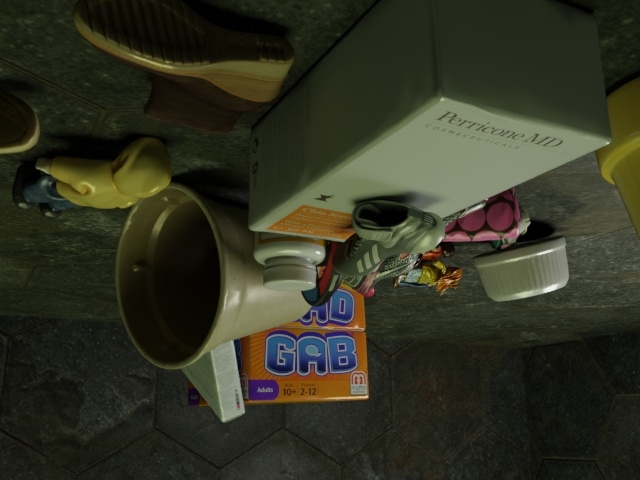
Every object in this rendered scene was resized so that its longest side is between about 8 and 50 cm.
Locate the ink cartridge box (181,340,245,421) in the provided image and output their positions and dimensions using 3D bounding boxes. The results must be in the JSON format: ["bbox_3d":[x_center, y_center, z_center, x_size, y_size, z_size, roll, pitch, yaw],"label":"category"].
[{"bbox_3d":[-0.292,0.212,1.625,0.071,0.330,0.324,-17,-153,-27],"label":"ink cartridge box"}]

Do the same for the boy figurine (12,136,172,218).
[{"bbox_3d":[-0.362,-0.099,1.082,0.285,0.092,0.177,-10,161,29],"label":"boy figurine"}]

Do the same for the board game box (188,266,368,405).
[{"bbox_3d":[-0.124,0.260,1.846,0.356,0.357,0.356,7,163,-34],"label":"board game box"}]

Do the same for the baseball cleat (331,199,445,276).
[{"bbox_3d":[0.063,-0.009,0.889,0.109,0.072,0.206,26,148,-31],"label":"baseball cleat"}]

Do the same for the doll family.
[{"bbox_3d":[0.268,0.088,1.705,0.163,0.118,0.263,-1,164,0],"label":"doll family"}]

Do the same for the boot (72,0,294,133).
[{"bbox_3d":[-0.172,-0.184,0.780,0.248,0.090,0.207,5,162,-31],"label":"boot"}]

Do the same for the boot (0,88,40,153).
[{"bbox_3d":[-0.491,-0.133,0.945,0.261,0.095,0.203,1,164,1],"label":"boot"}]

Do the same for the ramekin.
[{"bbox_3d":[0.458,0.065,1.540,0.207,0.109,0.207,-13,179,0],"label":"ramekin"}]

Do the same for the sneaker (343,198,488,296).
[{"bbox_3d":[0.163,-0.012,1.213,0.299,0.112,0.121,-30,-168,19],"label":"sneaker"}]

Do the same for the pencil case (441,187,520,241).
[{"bbox_3d":[0.265,-0.049,1.280,0.209,0.098,0.095,-4,-151,11],"label":"pencil case"}]

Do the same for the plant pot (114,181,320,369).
[{"bbox_3d":[-0.176,0.060,1.321,0.333,0.334,0.305,-15,170,42],"label":"plant pot"}]

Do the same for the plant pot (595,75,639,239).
[{"bbox_3d":[0.504,-0.077,0.888,0.253,0.239,0.254,-2,161,-1],"label":"plant pot"}]

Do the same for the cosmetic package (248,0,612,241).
[{"bbox_3d":[0.096,-0.130,0.854,0.230,0.162,0.453,7,162,-26],"label":"cosmetic package"}]

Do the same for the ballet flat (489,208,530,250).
[{"bbox_3d":[0.391,-0.028,1.410,0.079,0.077,0.221,-22,166,7],"label":"ballet flat"}]

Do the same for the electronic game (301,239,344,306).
[{"bbox_3d":[0.000,0.000,1.182,0.048,0.229,0.229,6,163,-19],"label":"electronic game"}]

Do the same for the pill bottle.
[{"bbox_3d":[-0.049,-0.031,1.099,0.117,0.215,0.117,0,165,0],"label":"pill bottle"}]
